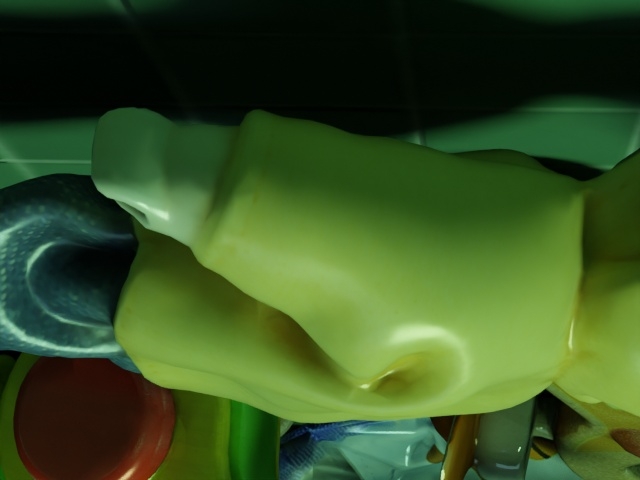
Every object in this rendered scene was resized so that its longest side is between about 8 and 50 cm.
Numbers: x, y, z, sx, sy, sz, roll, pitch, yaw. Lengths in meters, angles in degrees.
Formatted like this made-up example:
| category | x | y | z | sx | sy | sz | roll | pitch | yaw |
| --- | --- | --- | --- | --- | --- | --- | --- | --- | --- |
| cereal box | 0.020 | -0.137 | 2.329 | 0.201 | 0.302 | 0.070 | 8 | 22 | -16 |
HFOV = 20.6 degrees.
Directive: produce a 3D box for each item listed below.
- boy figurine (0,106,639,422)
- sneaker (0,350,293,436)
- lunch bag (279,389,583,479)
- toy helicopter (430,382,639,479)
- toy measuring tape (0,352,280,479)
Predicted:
| category | x | y | z | sx | sy | sz | roll | pitch | yaw |
| --- | --- | --- | --- | --- | --- | --- | --- | --- | --- |
| boy figurine | 0.000 | 0.000 | 0.423 | 0.285 | 0.092 | 0.177 | -2 | 167 | 14 |
| sneaker | -0.105 | 0.074 | 0.851 | 0.188 | 0.066 | 0.071 | -1 | 167 | 14 |
| lunch bag | 0.183 | 0.200 | 0.972 | 0.385 | 0.239 | 0.328 | 22 | 178 | 23 |
| toy helicopter | 0.116 | 0.053 | 0.661 | 0.235 | 0.140 | 0.355 | 5 | 161 | 37 |
| toy measuring tape | -0.020 | 0.088 | 0.733 | 0.330 | 0.121 | 0.121 | 10 | 172 | 22 |
